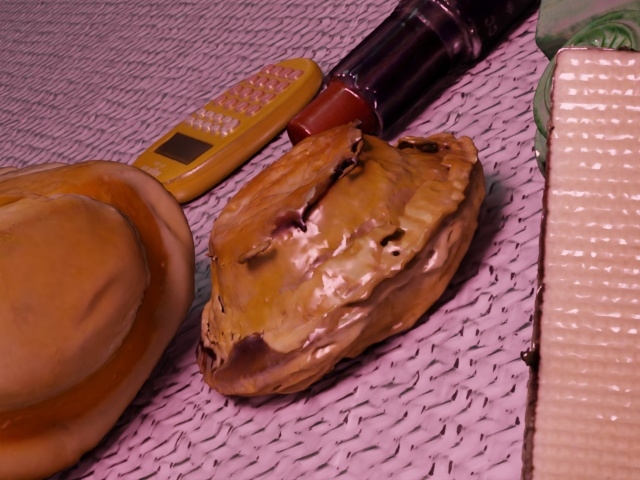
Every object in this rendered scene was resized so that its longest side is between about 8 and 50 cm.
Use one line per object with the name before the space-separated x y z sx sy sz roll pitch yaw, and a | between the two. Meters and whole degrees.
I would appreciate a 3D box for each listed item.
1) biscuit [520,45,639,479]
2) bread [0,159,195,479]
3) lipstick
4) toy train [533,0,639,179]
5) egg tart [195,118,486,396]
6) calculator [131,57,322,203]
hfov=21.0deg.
biscuit | 0.151 0.019 0.741 0.121 0.199 0.040 6 4 19
bread | -0.249 0.065 1.226 0.341 0.210 0.300 -5 14 41
lipstick | 0.088 -0.164 1.360 0.299 0.081 0.081 -43 23 -18
toy train | 0.231 -0.112 0.915 0.266 0.145 0.202 -20 43 41
egg tart | 0.000 0.000 1.134 0.241 0.106 0.241 -34 20 14
calculator | -0.096 -0.089 1.541 0.235 0.032 0.146 -39 22 -12
